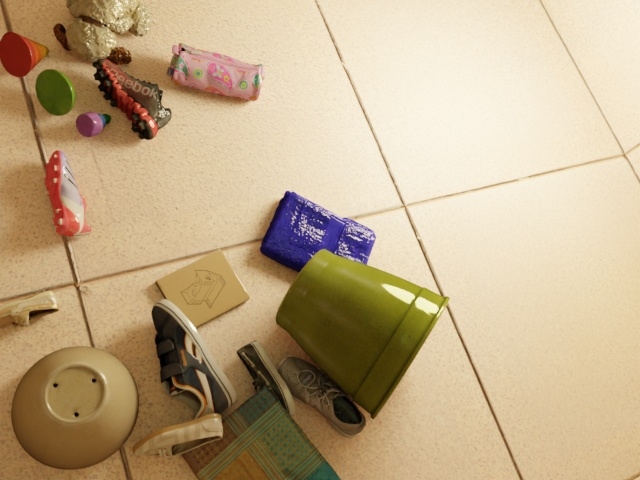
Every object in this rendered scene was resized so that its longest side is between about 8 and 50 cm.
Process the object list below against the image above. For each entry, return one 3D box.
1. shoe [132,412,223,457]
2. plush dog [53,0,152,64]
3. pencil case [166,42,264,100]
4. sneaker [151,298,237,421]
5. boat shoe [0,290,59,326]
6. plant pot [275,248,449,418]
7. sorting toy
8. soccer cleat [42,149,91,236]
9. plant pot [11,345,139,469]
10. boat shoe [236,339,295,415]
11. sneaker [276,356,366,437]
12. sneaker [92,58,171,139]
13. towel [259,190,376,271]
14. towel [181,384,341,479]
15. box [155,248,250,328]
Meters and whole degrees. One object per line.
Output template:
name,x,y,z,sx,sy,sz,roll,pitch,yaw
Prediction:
shoe,-0.335,0.472,1.530,0.219,0.076,0.058,-19,56,-6
plush dog,-0.643,-0.628,1.883,0.263,0.210,0.225,17,89,-10
pencil case,-0.314,-0.509,1.967,0.284,0.124,0.124,12,64,-15
sneaker,-0.343,0.300,1.600,0.127,0.126,0.321,-32,82,-33
boat shoe,-0.714,0.177,1.560,0.170,0.063,0.059,-24,71,-27
plant pot,0.087,0.210,1.692,0.353,0.366,0.366,32,60,10
sorting toy,-0.726,-0.442,1.824,0.365,0.127,0.126,44,31,0
soccer cleat,-0.665,-0.122,1.710,0.095,0.083,0.248,10,55,-48
plant pot,-0.550,0.361,1.465,0.284,0.191,0.284,8,65,-17
boat shoe,-0.142,0.365,1.674,0.070,0.077,0.219,-25,69,-27
sneaker,0.013,0.395,1.688,0.281,0.115,0.105,38,61,0
sneaker,-0.533,-0.420,1.864,0.135,0.097,0.276,-40,86,-28
towel,0.000,0.000,1.879,0.308,0.076,0.227,25,61,-8
towel,-0.123,0.580,1.574,0.271,0.040,0.370,-37,82,-14
box,-0.315,0.133,1.742,0.201,0.021,0.164,-28,79,-26
